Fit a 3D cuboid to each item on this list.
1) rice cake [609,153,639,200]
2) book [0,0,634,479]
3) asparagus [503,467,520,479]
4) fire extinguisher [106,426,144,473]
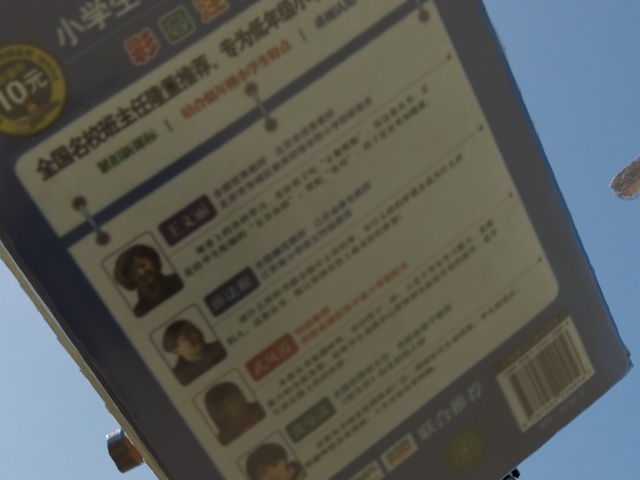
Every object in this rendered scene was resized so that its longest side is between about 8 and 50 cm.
[{"bbox_3d":[0.428,-0.121,1.417,0.207,0.036,0.047,-44,-44,16],"label":"rice cake"},{"bbox_3d":[0.000,0.000,0.670,0.300,0.039,0.428,-35,-62,-14],"label":"book"},{"bbox_3d":[0.141,0.346,0.946,0.108,0.128,0.381,6,-67,48],"label":"asparagus"},{"bbox_3d":[-0.146,0.198,1.309,0.177,0.050,0.062,-26,-65,6],"label":"fire extinguisher"}]
